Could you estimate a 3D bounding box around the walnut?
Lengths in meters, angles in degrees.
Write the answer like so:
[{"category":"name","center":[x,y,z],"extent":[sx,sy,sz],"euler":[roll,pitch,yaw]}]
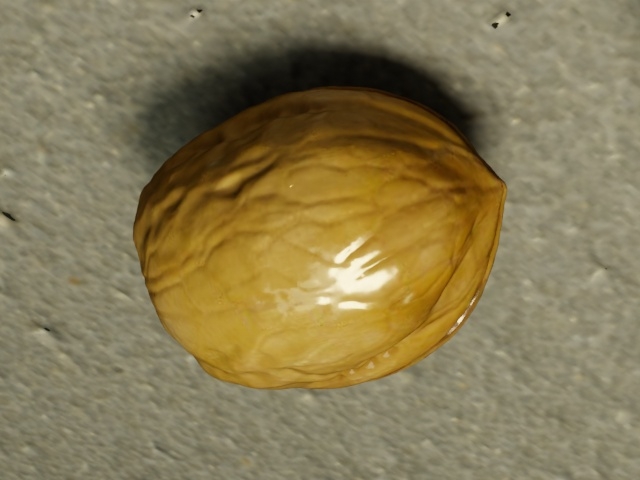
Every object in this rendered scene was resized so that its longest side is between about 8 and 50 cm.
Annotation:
[{"category":"walnut","center":[0.000,0.000,0.850],"extent":[0.180,0.144,0.144],"euler":[-11,132,26]}]
